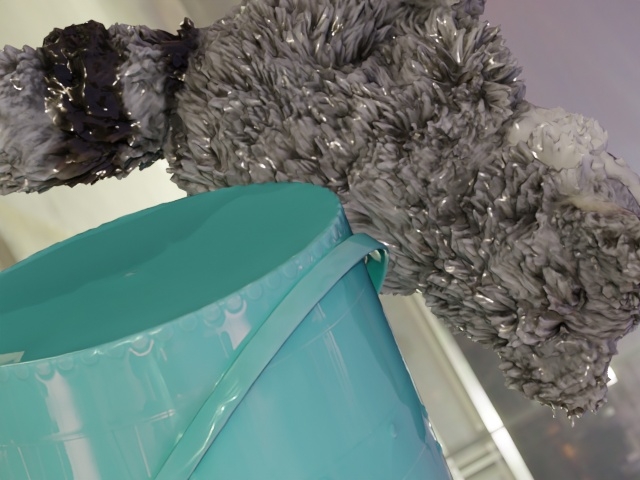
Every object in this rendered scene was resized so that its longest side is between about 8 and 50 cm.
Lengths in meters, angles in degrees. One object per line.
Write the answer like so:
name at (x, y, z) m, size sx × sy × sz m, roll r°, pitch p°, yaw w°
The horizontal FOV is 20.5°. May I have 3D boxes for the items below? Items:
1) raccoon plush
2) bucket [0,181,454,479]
raccoon plush at (0.000, 0.000, 1.113) m, size 0.216 × 0.446 × 0.299 m, roll 84°, pitch -17°, yaw -51°
bucket at (-0.072, 0.096, 0.974) m, size 0.281 × 0.281 × 0.183 m, roll -110°, pitch -179°, yaw -73°
